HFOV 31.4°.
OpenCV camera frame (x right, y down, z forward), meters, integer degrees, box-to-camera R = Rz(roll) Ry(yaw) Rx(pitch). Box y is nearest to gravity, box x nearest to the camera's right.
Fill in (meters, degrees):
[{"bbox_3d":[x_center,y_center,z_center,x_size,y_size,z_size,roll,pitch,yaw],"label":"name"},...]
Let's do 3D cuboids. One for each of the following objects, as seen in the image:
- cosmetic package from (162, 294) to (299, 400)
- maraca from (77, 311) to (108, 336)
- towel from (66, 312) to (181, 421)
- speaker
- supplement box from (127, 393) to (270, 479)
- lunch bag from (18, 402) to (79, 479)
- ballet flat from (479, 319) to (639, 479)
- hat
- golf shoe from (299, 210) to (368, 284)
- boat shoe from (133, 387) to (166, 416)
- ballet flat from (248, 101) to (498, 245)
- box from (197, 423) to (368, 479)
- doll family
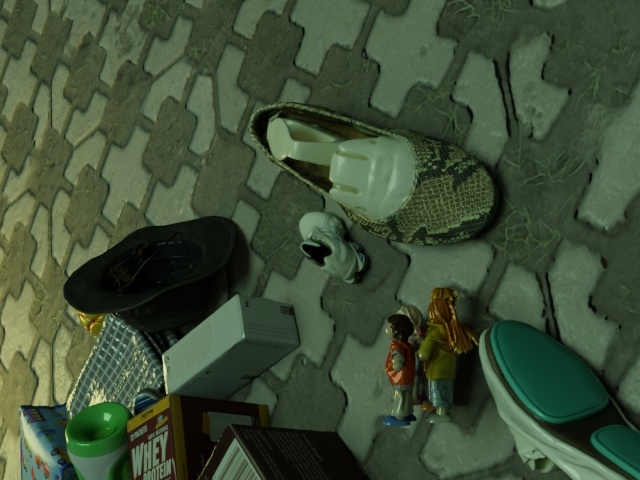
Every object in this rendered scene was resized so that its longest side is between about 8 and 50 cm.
[{"bbox_3d":[-0.151,0.182,1.885,0.231,0.117,0.085,-38,52,40],"label":"cosmetic package"},{"bbox_3d":[-0.427,0.149,2.256,0.127,0.099,0.186,0,104,59],"label":"maraca"},{"bbox_3d":[-0.351,0.289,2.097,0.235,0.121,0.284,46,115,46],"label":"towel"},{"bbox_3d":[-0.335,0.421,1.925,0.131,0.131,0.297,32,141,50],"label":"speaker"},{"bbox_3d":[-0.186,0.363,1.810,0.129,0.194,0.191,-35,54,41],"label":"supplement box"},{"bbox_3d":[-0.522,0.503,2.258,0.221,0.138,0.293,37,118,47],"label":"lunch bag"},{"bbox_3d":[0.302,0.243,1.310,0.400,0.139,0.139,43,113,47],"label":"ballet flat"},{"bbox_3d":[-0.285,0.086,2.040,0.331,0.331,0.134,15,131,52],"label":"hat"},{"bbox_3d":[0.000,0.000,1.774,0.176,0.086,0.069,44,115,49],"label":"golf shoe"},{"bbox_3d":[-0.259,0.304,1.941,0.066,0.183,0.066,-19,38,16],"label":"boat shoe"},{"bbox_3d":[0.041,-0.111,1.677,0.483,0.182,0.164,28,101,51],"label":"ballet flat"},{"bbox_3d":[-0.054,0.383,1.633,0.168,0.203,0.167,49,118,46],"label":"box"},{"bbox_3d":[0.151,0.145,1.493,0.118,0.263,0.163,1,91,9],"label":"doll family"}]
